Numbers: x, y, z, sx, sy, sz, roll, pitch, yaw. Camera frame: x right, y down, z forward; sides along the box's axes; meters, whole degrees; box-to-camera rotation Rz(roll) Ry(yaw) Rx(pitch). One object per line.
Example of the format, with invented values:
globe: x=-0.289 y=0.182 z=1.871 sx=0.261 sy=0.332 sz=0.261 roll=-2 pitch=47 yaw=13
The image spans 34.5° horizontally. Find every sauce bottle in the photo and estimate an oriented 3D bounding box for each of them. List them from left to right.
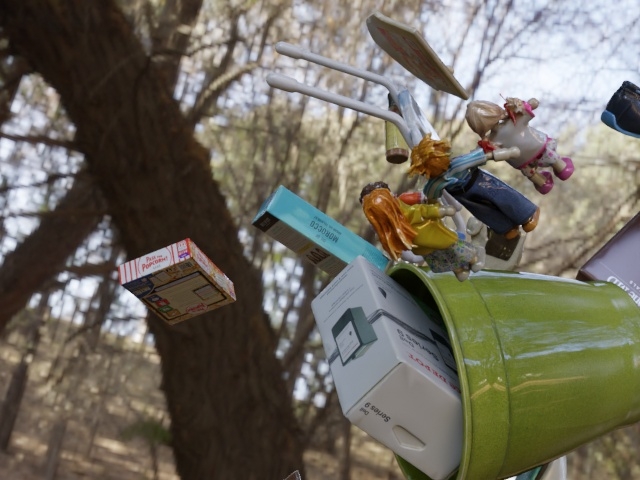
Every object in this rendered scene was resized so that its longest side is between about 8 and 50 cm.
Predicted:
sauce bottle: x=0.128 y=-0.193 z=1.741 sx=0.042 sy=0.128 sz=0.042 roll=1 pitch=-22 yaw=0

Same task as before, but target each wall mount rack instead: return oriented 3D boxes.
wall mount rack: x=0.069 y=-0.140 z=1.339 sx=0.130 sy=0.350 sz=0.304 roll=-31 pitch=-72 yaw=11

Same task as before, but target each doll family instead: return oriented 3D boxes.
doll family: x=0.143 y=-0.044 z=1.118 sx=0.163 sy=0.118 sz=0.263 roll=32 pitch=-51 yaw=-24

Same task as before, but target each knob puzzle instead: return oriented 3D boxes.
knob puzzle: x=0.147 y=-0.313 z=1.674 sx=0.213 sy=0.030 sz=0.213 roll=39 pitch=-2 yaw=2

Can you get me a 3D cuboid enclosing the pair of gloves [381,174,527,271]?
pair of gloves: x=0.239 y=-0.008 z=1.826 sx=0.240 sy=0.204 sz=0.042 roll=30 pitch=2 yaw=13

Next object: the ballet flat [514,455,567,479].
ballet flat: x=0.353 y=0.527 z=1.802 sx=0.139 sy=0.400 sz=0.139 roll=31 pitch=-21 yaw=13

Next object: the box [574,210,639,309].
box: x=0.634 y=0.011 z=1.788 sx=0.191 sy=0.381 sz=0.143 roll=43 pitch=-12 yaw=21

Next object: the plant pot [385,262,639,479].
plant pot: x=0.308 y=0.197 z=1.603 sx=0.353 sy=0.366 sz=0.366 roll=-6 pitch=-16 yaw=-16

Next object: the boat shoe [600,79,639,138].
boat shoe: x=0.563 y=-0.198 z=1.636 sx=0.258 sy=0.089 sz=0.109 roll=2 pitch=26 yaw=-39

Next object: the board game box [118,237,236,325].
board game box: x=-0.265 y=0.082 z=1.929 sx=0.147 sy=0.045 sz=0.193 roll=-20 pitch=-33 yaw=10

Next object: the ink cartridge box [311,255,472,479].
ink cartridge box: x=0.119 y=0.184 z=1.522 sx=0.211 sy=0.289 sz=0.121 roll=37 pitch=-73 yaw=-26

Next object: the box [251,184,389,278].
box: x=0.000 y=0.000 z=1.897 sx=0.244 sy=0.060 sz=0.100 roll=33 pitch=-23 yaw=-10

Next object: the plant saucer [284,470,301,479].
plant saucer: x=-0.083 y=0.425 z=1.583 sx=0.029 sy=0.168 sz=0.168 roll=42 pitch=-16 yaw=12
